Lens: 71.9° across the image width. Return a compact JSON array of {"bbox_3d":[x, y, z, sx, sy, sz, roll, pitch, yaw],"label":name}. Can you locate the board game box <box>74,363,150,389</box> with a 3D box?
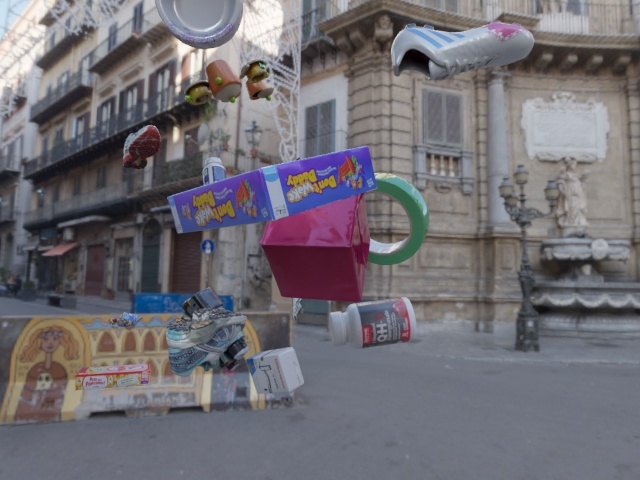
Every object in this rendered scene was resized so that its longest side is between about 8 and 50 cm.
[{"bbox_3d":[-0.605,0.400,1.301,0.193,0.045,0.146,3,-8,-23],"label":"board game box"}]

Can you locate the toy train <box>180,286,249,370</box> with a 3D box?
[{"bbox_3d":[-0.411,0.343,1.707,0.142,0.334,0.190,-24,-20,-52],"label":"toy train"}]

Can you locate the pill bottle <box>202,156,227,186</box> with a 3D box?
[{"bbox_3d":[-0.299,-0.174,1.250,0.066,0.120,0.067,-10,-29,-5],"label":"pill bottle"}]

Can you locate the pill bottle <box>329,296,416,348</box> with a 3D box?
[{"bbox_3d":[0.199,0.328,1.733,0.318,0.177,0.176,-7,-5,-6],"label":"pill bottle"}]

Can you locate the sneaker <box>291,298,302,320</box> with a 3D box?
[{"bbox_3d":[-0.081,0.237,1.527,0.036,0.083,0.032,6,-22,-10],"label":"sneaker"}]

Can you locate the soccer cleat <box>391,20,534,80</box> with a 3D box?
[{"bbox_3d":[0.334,-0.443,1.074,0.330,0.143,0.116,8,-22,18],"label":"soccer cleat"}]

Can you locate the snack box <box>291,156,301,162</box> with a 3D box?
[{"bbox_3d":[-0.035,-0.176,1.393,0.022,0.178,0.064,-39,10,-25],"label":"snack box"}]

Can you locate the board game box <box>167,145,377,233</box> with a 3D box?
[{"bbox_3d":[-0.103,-0.088,0.823,0.233,0.078,0.347,-20,10,-38],"label":"board game box"}]

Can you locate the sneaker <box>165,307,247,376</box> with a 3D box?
[{"bbox_3d":[-0.265,0.230,1.024,0.110,0.122,0.283,6,2,18],"label":"sneaker"}]

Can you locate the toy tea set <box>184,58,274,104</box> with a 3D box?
[{"bbox_3d":[-0.261,-0.485,1.435,0.336,0.124,0.200,-26,-1,-44],"label":"toy tea set"}]

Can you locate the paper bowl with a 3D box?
[{"bbox_3d":[-0.407,-0.805,1.507,0.283,0.285,0.148,2,11,-7],"label":"paper bowl"}]

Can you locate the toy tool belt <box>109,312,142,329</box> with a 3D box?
[{"bbox_3d":[-0.577,0.235,1.313,0.051,0.052,0.083,-32,-29,20],"label":"toy tool belt"}]

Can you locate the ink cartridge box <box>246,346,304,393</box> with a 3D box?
[{"bbox_3d":[-0.177,0.505,1.708,0.203,0.148,0.085,-22,-5,42],"label":"ink cartridge box"}]

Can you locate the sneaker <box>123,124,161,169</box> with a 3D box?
[{"bbox_3d":[-0.557,-0.299,1.351,0.088,0.093,0.225,1,-15,-41],"label":"sneaker"}]

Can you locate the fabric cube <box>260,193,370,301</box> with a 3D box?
[{"bbox_3d":[0.000,0.000,1.298,0.253,0.259,0.258,2,-40,15],"label":"fabric cube"}]

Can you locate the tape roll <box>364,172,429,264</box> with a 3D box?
[{"bbox_3d":[0.211,-0.071,1.533,0.321,0.322,0.077,-2,24,29],"label":"tape roll"}]
